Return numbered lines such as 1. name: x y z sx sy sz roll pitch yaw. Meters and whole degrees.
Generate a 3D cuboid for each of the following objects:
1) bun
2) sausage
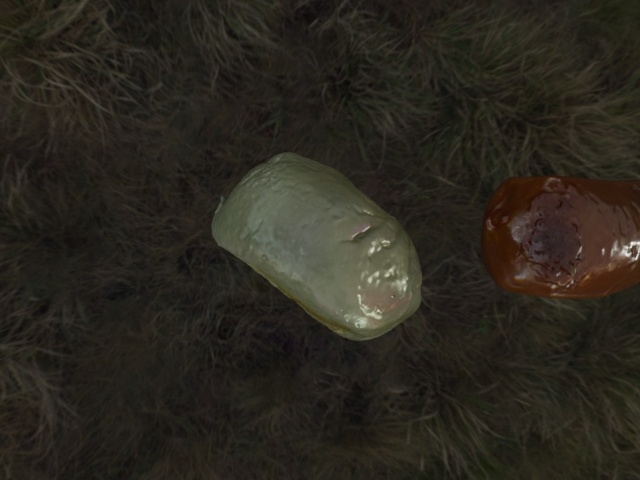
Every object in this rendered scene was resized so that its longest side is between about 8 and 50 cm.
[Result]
1. bun: 0.000 0.000 0.635 0.243 0.244 0.153 39 78 -7
2. sausage: 0.308 -0.006 0.700 0.267 0.153 0.141 -3 96 -34
